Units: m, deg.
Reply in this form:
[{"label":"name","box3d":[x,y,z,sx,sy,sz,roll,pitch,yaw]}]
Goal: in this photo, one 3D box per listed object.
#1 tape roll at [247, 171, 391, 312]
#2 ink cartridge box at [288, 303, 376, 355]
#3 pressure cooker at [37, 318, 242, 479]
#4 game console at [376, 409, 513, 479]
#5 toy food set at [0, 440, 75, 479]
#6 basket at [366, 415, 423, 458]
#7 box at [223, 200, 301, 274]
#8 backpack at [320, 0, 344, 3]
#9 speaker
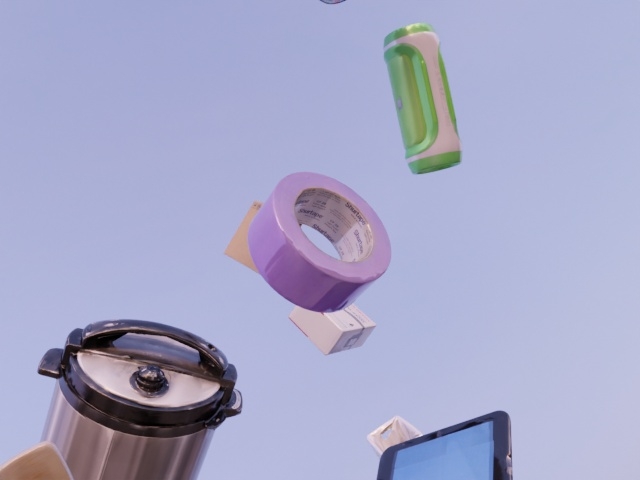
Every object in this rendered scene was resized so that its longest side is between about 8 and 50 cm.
[{"label":"tape roll","box3d":[0.000,0.000,0.759,0.189,0.189,0.080,10,-42,-34]},{"label":"ink cartridge box","box3d":[0.027,0.159,1.068,0.063,0.109,0.150,-57,-26,15]},{"label":"pressure cooker","box3d":[-0.400,0.375,1.214,0.369,0.375,0.421,-3,-63,-55]},{"label":"game console","box3d":[0.146,0.388,0.880,0.250,0.173,0.293,20,-43,-40]},{"label":"toy food set","box3d":[-0.201,0.330,0.407,0.092,0.306,0.220,-17,-71,-9]},{"label":"basket","box3d":[0.209,0.546,1.411,0.113,0.167,0.103,-30,-83,-12]},{"label":"box","box3d":[-0.145,-0.007,1.348,0.021,0.201,0.164,36,-99,-42]},{"label":"backpack","box3d":[0.036,-0.522,1.032,0.173,0.117,0.158,-29,-23,32]},{"label":"speaker","box3d":[0.218,-0.297,1.166,0.131,0.131,0.297,-12,-91,-23]}]
